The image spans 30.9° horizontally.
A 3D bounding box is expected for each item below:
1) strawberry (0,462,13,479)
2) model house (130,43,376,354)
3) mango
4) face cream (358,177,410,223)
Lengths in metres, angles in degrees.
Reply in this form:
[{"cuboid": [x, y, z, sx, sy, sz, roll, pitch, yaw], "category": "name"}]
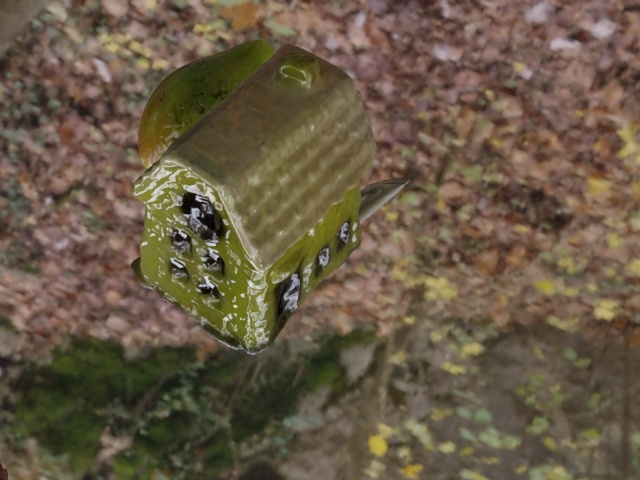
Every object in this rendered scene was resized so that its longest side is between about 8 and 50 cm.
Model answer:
[{"cuboid": [-0.476, 0.371, 1.197, 0.295, 0.345, 0.317, 33, -159, -57], "category": "strawberry"}, {"cuboid": [-0.067, -0.055, 1.057, 0.175, 0.193, 0.234, 30, 145, 23], "category": "model house"}, {"cuboid": [-0.148, -0.176, 1.505, 0.111, 0.233, 0.125, 36, 169, 23], "category": "mango"}, {"cuboid": [0.000, 0.000, 1.307, 0.070, 0.224, 0.114, 51, 161, -15], "category": "face cream"}]
